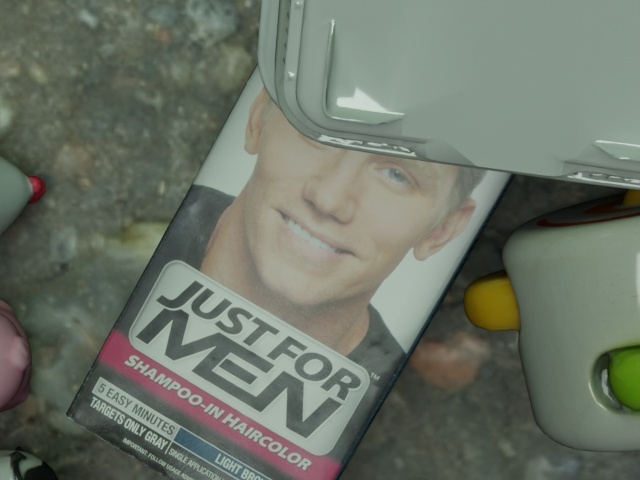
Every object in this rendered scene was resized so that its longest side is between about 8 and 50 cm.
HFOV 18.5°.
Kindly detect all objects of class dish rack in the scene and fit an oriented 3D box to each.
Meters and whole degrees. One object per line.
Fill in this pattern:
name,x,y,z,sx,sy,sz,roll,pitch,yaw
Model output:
dish rack,0.111,-0.173,1.027,0.285,0.072,0.333,8,122,2

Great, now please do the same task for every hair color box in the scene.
hair color box,0.000,0.000,1.241,0.174,0.105,0.347,30,100,4

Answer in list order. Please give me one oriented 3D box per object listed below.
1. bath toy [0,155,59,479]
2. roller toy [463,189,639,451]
bath toy,-0.221,0.097,1.280,0.151,0.129,0.348,-8,91,47
roller toy,0.208,0.033,1.170,0.191,0.209,0.146,-15,96,-29
